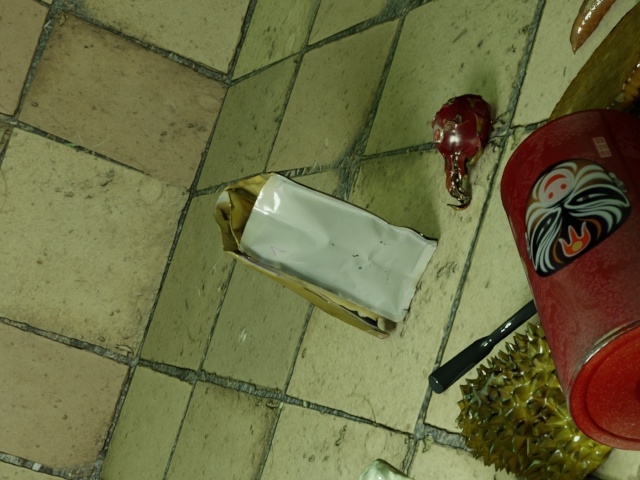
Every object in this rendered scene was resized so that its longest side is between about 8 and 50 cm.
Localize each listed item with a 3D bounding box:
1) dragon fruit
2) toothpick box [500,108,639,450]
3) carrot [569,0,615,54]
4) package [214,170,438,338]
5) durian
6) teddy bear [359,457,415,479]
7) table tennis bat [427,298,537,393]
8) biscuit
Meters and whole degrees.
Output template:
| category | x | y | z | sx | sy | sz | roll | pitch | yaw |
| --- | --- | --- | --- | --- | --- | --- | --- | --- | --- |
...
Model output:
| category | x | y | z | sx | sy | sz | roll | pitch | yaw |
| --- | --- | --- | --- | --- | --- | --- | --- | --- | --- |
| dragon fruit | 0.214 | -0.143 | 1.799 | 0.094 | 0.094 | 0.190 | -18 | 59 | 62 |
| toothpick box | 0.324 | 0.034 | 1.250 | 0.204 | 0.204 | 0.333 | -53 | 28 | 33 |
| carrot | 0.402 | -0.359 | 1.613 | 0.224 | 0.057 | 0.057 | -60 | 24 | 28 |
| package | -0.008 | 0.030 | 1.846 | 0.221 | 0.311 | 0.165 | -14 | 56 | 62 |
| durian | 0.258 | 0.186 | 1.368 | 0.249 | 0.138 | 0.183 | -50 | 20 | 26 |
| teddy bear | 0.116 | 0.481 | 1.201 | 0.362 | 0.375 | 0.327 | -55 | -22 | -11 |
| table tennis bat | 0.225 | 0.113 | 1.446 | 0.236 | 0.027 | 0.150 | -35 | -11 | -23 |
| biscuit | 0.360 | -0.190 | 1.466 | 0.305 | 0.038 | 0.305 | -56 | 4 | 6 |
